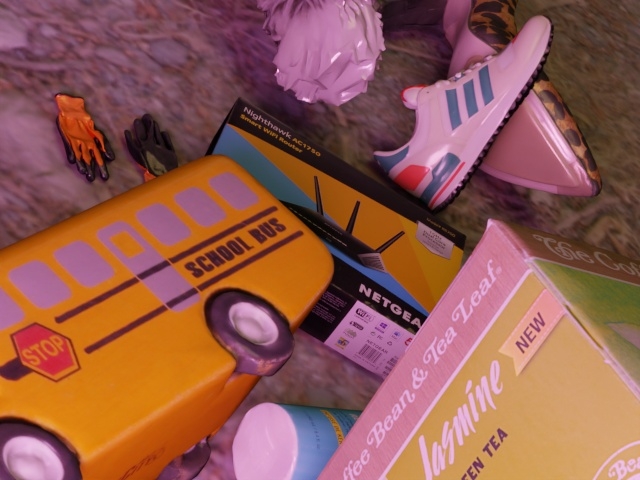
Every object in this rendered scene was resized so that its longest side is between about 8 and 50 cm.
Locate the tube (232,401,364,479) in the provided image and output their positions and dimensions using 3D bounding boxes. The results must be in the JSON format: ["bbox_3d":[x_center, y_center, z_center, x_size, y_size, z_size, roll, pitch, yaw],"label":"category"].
[{"bbox_3d":[0.044,0.127,1.018,0.207,0.052,0.080,11,52,-43],"label":"tube"}]

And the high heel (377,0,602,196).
[{"bbox_3d":[0.164,-0.131,1.388,0.186,0.093,0.261,-16,51,-44],"label":"high heel"}]

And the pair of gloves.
[{"bbox_3d":[-0.125,-0.059,1.114,0.083,0.010,0.074,14,39,-32],"label":"pair of gloves"}]

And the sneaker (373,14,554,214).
[{"bbox_3d":[0.099,-0.102,1.259,0.075,0.161,0.057,34,-1,6],"label":"sneaker"}]

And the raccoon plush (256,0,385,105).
[{"bbox_3d":[0.004,-0.274,1.404,0.299,0.216,0.447,11,65,-51],"label":"raccoon plush"}]

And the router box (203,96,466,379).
[{"bbox_3d":[0.000,0.000,1.126,0.179,0.046,0.133,31,33,-9],"label":"router box"}]

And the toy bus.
[{"bbox_3d":[-0.119,0.067,0.876,0.130,0.108,0.332,44,34,11],"label":"toy bus"}]

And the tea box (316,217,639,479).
[{"bbox_3d":[0.212,0.193,0.861,0.329,0.220,0.323,15,26,-39],"label":"tea box"}]
